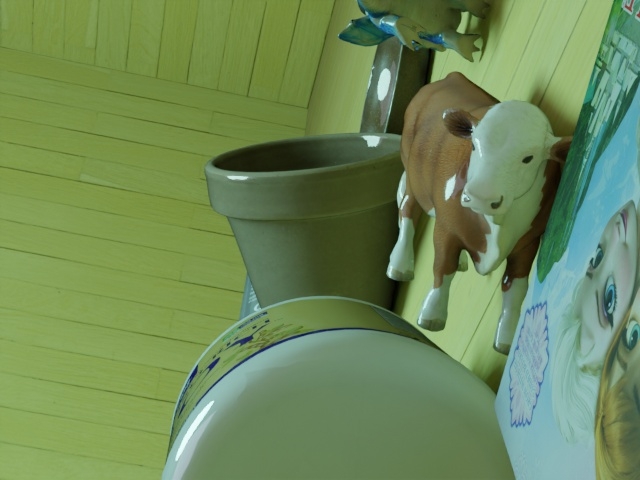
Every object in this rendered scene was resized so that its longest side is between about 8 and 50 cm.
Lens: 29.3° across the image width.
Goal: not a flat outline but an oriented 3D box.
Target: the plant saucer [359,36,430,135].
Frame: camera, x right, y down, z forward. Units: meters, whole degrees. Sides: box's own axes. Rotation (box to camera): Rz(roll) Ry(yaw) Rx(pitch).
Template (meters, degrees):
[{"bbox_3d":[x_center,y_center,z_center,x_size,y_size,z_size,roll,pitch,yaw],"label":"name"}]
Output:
[{"bbox_3d":[0.103,-0.204,1.703,0.310,0.050,0.310,-169,90,-86],"label":"plant saucer"}]

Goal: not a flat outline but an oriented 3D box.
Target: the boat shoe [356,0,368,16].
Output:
[{"bbox_3d":[0.080,-0.373,1.799,0.081,0.069,0.228,-54,-6,14],"label":"boat shoe"}]

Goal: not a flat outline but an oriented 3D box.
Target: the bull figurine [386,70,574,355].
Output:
[{"bbox_3d":[0.115,-0.033,0.913,0.310,0.101,0.188,-97,16,-72],"label":"bull figurine"}]

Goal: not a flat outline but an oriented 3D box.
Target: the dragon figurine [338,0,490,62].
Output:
[{"bbox_3d":[0.073,-0.240,1.267,0.144,0.289,0.085,17,101,47],"label":"dragon figurine"}]

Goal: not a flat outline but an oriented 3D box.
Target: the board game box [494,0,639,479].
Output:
[{"bbox_3d":[0.162,0.014,0.496,0.318,0.066,0.318,-93,14,-70],"label":"board game box"}]

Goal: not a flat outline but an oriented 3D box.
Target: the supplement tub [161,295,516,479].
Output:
[{"bbox_3d":[0.007,0.166,0.893,0.331,0.241,0.241,-151,72,-84],"label":"supplement tub"}]

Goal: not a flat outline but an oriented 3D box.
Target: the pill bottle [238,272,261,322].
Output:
[{"bbox_3d":[-0.025,0.077,1.804,0.176,0.176,0.318,108,171,-55],"label":"pill bottle"}]

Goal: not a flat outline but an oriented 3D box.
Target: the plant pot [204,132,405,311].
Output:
[{"bbox_3d":[0.000,0.000,1.500,0.263,0.263,0.229,-99,3,-75],"label":"plant pot"}]
